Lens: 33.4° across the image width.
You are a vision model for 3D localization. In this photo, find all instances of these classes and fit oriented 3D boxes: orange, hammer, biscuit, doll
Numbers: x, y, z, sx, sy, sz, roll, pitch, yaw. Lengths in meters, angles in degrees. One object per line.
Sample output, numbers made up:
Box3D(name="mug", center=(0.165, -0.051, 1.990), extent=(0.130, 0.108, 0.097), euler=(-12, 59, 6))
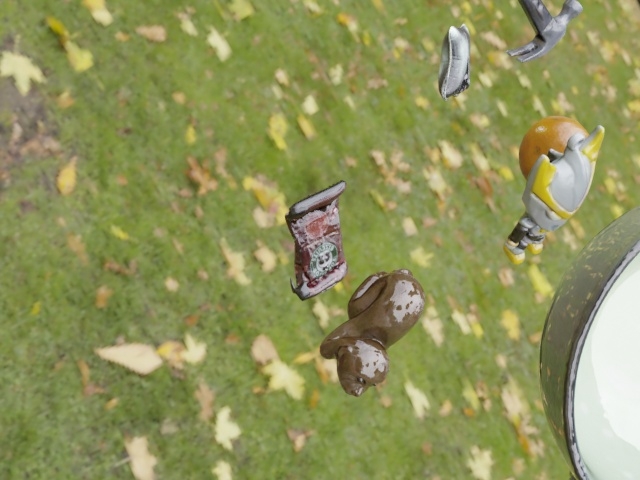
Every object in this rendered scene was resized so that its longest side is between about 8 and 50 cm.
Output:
Box3D(name="orange", center=(0.463, -0.165, 2.078), extent=(0.124, 0.156, 0.156), euler=(6, 54, -39))
Box3D(name="hammer", center=(0.308, -0.373, 1.626), extent=(0.037, 0.137, 0.290), euler=(41, 5, 35))
Box3D(name="biscuit", center=(-0.005, 0.002, 2.177), extent=(0.063, 0.151, 0.235), euler=(27, -48, 47))
Box3D(name="doll", center=(0.401, -0.073, 1.881), extent=(0.316, 0.145, 0.103), euler=(107, -25, -53))

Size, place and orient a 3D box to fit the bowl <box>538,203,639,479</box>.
Box3D(name="bowl", center=(0.352, 0.103, 1.012), extent=(0.354, 0.354, 0.185), euler=(57, -5, -17))

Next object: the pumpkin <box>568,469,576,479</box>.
Box3D(name="pumpkin", center=(0.518, 0.416, 1.707), extent=(0.216, 0.250, 0.250), euler=(80, -4, -55))

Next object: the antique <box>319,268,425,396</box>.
Box3D(name="antique", center=(0.106, 0.171, 1.994), extent=(0.121, 0.257, 0.143), euler=(41, -20, -19))

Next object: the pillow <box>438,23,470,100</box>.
Box3D(name="pillow", center=(0.244, -0.326, 1.950), extent=(0.091, 0.055, 0.136), euler=(-11, 108, -37))
